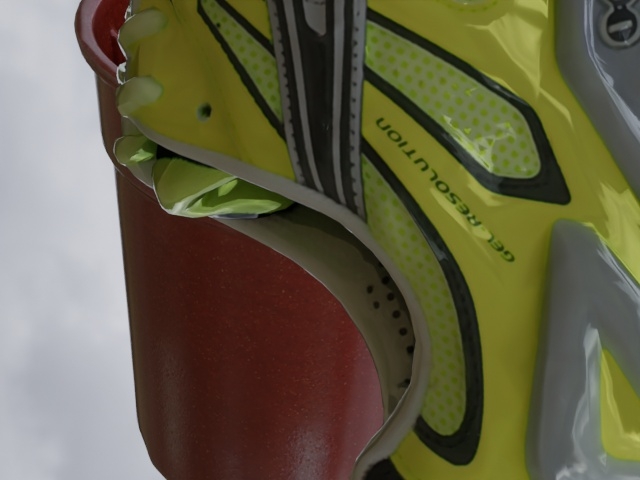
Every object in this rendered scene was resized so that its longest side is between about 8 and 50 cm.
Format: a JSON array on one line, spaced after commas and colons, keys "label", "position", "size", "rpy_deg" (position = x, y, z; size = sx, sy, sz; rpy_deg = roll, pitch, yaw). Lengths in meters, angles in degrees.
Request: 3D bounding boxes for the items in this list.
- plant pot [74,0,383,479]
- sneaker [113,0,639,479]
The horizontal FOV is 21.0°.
[{"label": "plant pot", "position": [0.000, 0.000, 0.974], "size": [0.272, 0.272, 0.265], "rpy_deg": [-123, -149, -54]}, {"label": "sneaker", "position": [-0.005, -0.091, 0.463], "size": [0.384, 0.147, 0.145], "rpy_deg": [59, -11, 10]}]
